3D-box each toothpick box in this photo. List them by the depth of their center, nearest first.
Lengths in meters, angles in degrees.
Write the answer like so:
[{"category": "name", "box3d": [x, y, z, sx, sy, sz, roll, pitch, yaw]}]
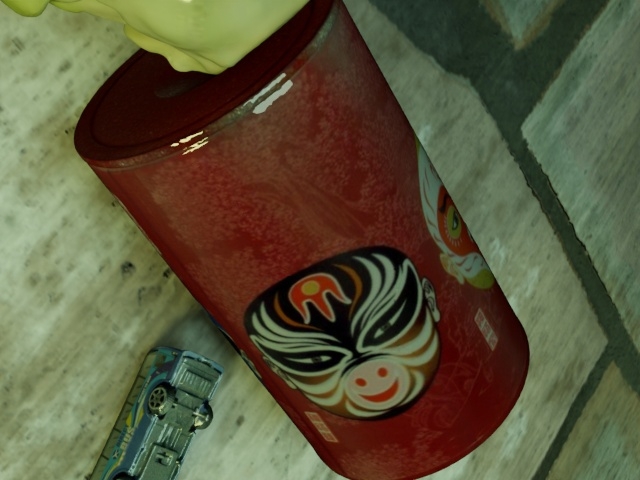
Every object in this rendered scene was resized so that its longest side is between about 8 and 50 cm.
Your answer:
[{"category": "toothpick box", "box3d": [0.000, 0.000, 0.732, 0.204, 0.204, 0.333, -50, 125, -26]}]

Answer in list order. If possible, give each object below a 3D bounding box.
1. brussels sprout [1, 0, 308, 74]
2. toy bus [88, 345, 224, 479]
[{"category": "brussels sprout", "box3d": [-0.103, -0.267, 0.561, 0.344, 0.268, 0.344, 0, 99, 1]}, {"category": "toy bus", "box3d": [-0.128, 0.152, 0.730, 0.051, 0.061, 0.153, 33, 75, -41]}]
